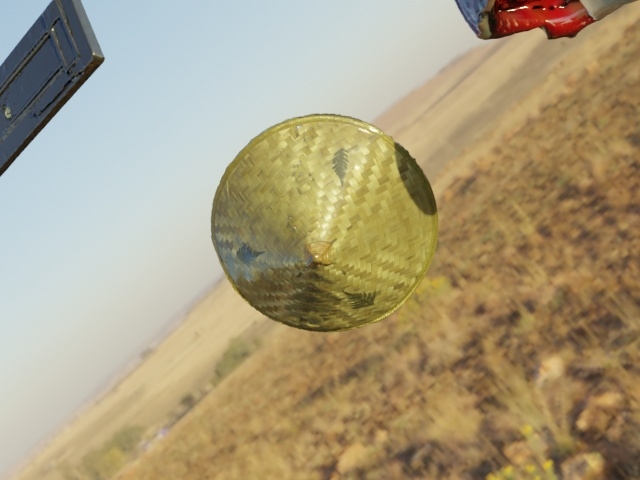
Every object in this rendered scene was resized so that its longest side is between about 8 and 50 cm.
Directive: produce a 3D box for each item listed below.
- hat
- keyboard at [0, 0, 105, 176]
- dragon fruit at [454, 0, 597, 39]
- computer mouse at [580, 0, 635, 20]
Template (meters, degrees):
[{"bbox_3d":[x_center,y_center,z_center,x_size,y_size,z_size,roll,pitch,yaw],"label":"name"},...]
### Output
[{"bbox_3d":[0.000,0.000,0.673,0.146,0.146,0.067,-41,10,15],"label":"hat"},{"bbox_3d":[-0.214,-0.092,0.771,0.013,0.061,0.204,-7,-23,-47],"label":"keyboard"},{"bbox_3d":[0.159,-0.218,0.728,0.160,0.127,0.121,-5,-32,-15],"label":"dragon fruit"},{"bbox_3d":[0.132,-0.135,0.528,0.032,0.056,0.110,-14,1,-5],"label":"computer mouse"}]
